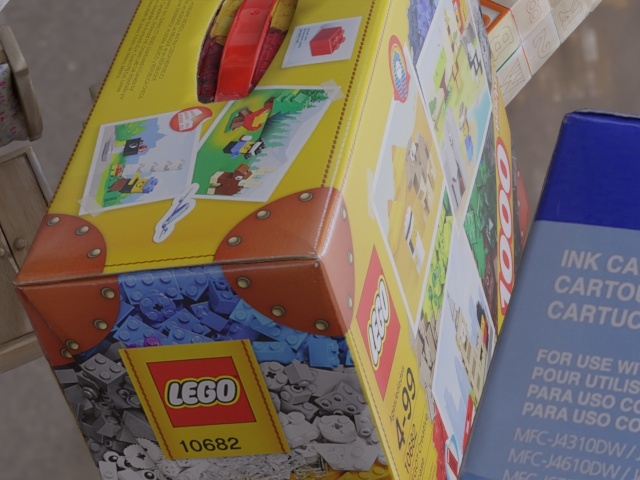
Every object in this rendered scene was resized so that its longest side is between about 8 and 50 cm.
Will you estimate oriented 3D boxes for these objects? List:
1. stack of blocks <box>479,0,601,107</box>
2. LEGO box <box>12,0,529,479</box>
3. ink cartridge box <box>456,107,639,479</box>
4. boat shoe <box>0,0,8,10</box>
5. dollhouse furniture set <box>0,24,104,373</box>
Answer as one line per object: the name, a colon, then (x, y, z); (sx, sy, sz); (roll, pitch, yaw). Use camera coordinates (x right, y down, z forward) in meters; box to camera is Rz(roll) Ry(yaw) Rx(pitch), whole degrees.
stack of blocks: (0.154, -0.244, 1.711); (0.297, 0.171, 0.087); (-47, 141, -17)
LEGO box: (0.000, 0.000, 1.338); (0.500, 0.193, 0.373); (-75, 154, -49)
ink cartridge box: (0.153, 0.131, 0.782); (0.270, 0.151, 0.396); (58, 44, -59)
boat shoe: (-0.331, -0.325, 1.888); (0.277, 0.098, 0.096); (-65, 175, 28)
dollhouse furniture set: (-0.244, -0.041, 1.517); (0.355, 0.303, 0.174); (95, -30, -71)
